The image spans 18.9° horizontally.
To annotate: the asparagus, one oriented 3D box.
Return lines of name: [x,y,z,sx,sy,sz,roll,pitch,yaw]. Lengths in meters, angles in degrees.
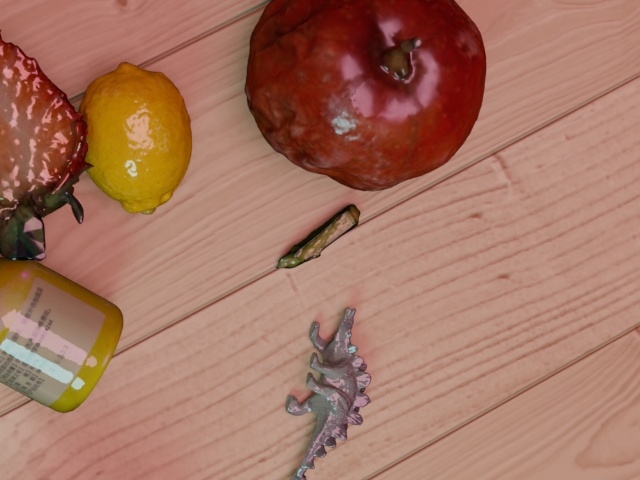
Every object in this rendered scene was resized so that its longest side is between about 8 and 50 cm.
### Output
asparagus: [-0.001,-0.001,2.011,0.108,0.021,0.025,-37,104,-10]

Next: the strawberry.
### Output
strawberry: [-0.327,-0.107,1.860,0.188,0.106,0.286,-30,89,0]

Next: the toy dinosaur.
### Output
toy dinosaur: [0.008,0.171,2.019,0.082,0.039,0.209,20,90,-19]

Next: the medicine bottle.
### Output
medicine bottle: [-0.310,0.071,1.875,0.212,0.122,0.121,30,86,-16]

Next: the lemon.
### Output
lemon: [-0.183,-0.100,1.903,0.114,0.114,0.155,-7,104,-16]

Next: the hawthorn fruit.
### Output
hawthorn fruit: [0.055,-0.165,1.884,0.242,0.272,0.241,0,89,-18]
